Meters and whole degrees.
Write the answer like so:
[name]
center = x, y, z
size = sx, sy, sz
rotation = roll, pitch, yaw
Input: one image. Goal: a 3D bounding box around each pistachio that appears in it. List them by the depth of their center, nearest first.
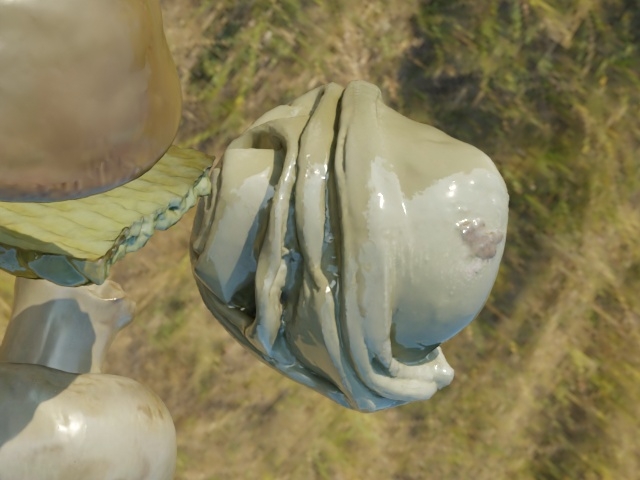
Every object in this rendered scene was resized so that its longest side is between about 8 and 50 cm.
[pistachio]
center = -0.200, -0.099, 0.684
size = 0.260, 0.213, 0.163
rotation = -22, 149, -43

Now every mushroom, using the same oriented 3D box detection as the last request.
[mushroom]
center = -0.286, 0.171, 1.274
size = 0.297, 0.298, 0.290
rotation = 41, 47, -60

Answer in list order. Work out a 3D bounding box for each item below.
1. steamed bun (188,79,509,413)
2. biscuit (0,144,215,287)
[steamed bun]
center = -0.003, 0.009, 1.278
size = 0.219, 0.324, 0.309
rotation = 1, 120, -39
[biscuit]
center = -0.199, -0.031, 0.987
size = 0.273, 0.187, 0.036
rotation = -47, 147, -65
